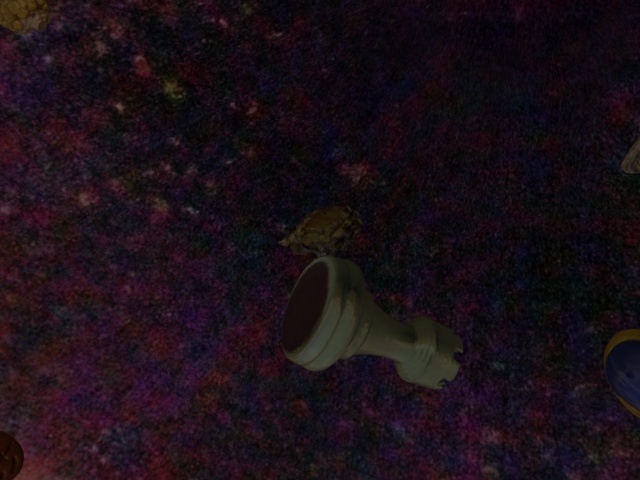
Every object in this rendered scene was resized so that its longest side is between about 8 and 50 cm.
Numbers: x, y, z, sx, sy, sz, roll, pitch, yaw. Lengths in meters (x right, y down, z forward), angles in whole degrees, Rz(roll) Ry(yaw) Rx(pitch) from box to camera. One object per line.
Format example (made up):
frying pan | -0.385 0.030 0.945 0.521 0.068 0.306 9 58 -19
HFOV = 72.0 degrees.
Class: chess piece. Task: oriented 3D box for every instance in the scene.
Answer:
chess piece | 0.100 0.163 0.774 0.299 0.194 0.194 25 134 -20

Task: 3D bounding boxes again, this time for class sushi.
sushi | -0.005 -0.005 1.081 0.131 0.139 0.291 50 160 -15

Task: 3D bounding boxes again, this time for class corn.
corn | -0.383 -0.311 0.479 0.206 0.067 0.067 46 130 -8

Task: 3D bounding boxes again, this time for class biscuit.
biscuit | -0.329 0.208 0.405 0.078 0.091 0.015 38 112 12

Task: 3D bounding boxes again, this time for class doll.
doll | 0.694 0.300 0.841 0.242 0.311 0.159 14 118 -27

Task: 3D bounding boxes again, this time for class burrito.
burrito | 0.724 -0.232 0.914 0.087 0.060 0.226 32 114 7
